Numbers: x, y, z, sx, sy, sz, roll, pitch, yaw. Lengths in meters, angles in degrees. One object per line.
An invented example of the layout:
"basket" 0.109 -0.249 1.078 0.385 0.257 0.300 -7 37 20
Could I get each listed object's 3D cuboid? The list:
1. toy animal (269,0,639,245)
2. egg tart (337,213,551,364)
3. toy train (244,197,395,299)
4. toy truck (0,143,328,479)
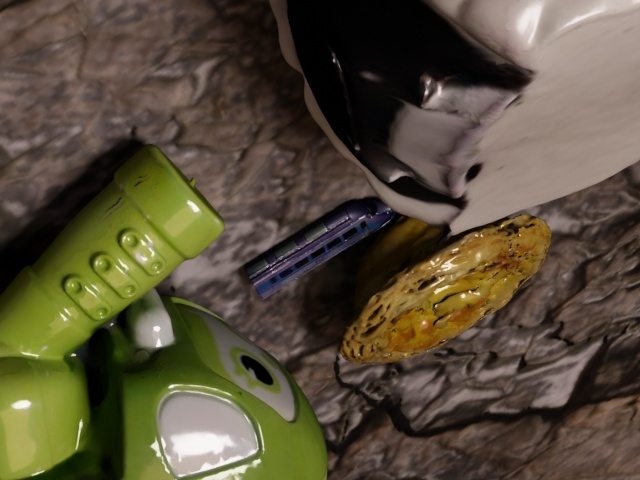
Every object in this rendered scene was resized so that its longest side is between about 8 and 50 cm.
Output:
"toy animal" 0.085 -0.113 0.818 0.204 0.156 0.208 -22 163 -15
"egg tart" 0.059 0.018 1.004 0.128 0.049 0.129 -29 160 -12
"toy train" 0.000 0.000 0.980 0.083 0.017 0.017 -32 134 -2
"toy truck" -0.107 0.079 0.908 0.187 0.148 0.211 -26 118 -4
